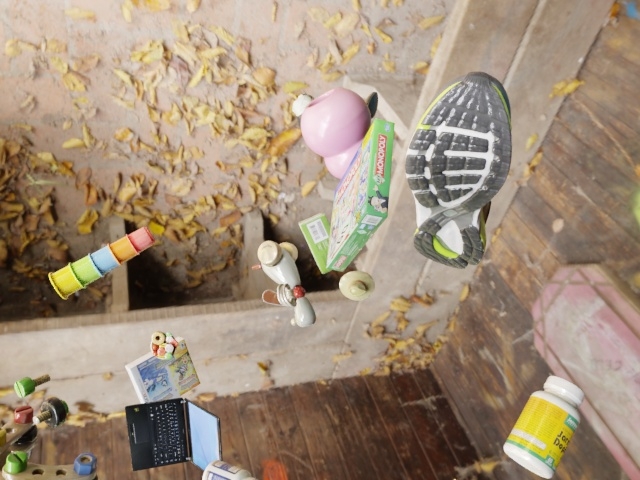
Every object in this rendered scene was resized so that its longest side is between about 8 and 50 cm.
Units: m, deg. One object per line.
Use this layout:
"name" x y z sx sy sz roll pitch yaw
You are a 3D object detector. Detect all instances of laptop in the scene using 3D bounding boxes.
"laptop" -0.428 0.599 1.564 0.264 0.136 0.235 -4 108 -15

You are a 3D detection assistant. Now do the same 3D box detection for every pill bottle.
"pill bottle" 0.524 0.426 1.235 0.208 0.117 0.118 -54 138 -16
"pill bottle" -0.193 0.529 1.164 0.120 0.067 0.067 5 148 32

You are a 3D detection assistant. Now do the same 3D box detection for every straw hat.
"straw hat" 0.147 0.194 2.125 0.144 0.061 0.145 1 111 1

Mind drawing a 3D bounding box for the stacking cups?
"stacking cups" -0.666 0.060 1.652 0.316 0.096 0.096 -32 138 -15

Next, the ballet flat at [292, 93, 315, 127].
"ballet flat" -0.048 -0.433 1.768 0.095 0.280 0.096 -33 109 10

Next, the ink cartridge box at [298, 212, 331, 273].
"ink cartridge box" 0.000 0.000 1.919 0.096 0.255 0.189 -25 96 -1

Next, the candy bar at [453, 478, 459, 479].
"candy bar" 0.384 0.734 1.439 0.018 0.162 0.040 14 155 -32

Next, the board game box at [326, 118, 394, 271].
"board game box" 0.080 -0.084 1.155 0.046 0.214 0.317 10 156 -9

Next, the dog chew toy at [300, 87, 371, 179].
"dog chew toy" 0.087 -0.272 1.560 0.206 0.207 0.332 -32 111 6

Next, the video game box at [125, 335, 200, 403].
"video game box" -0.528 0.456 1.805 0.205 0.048 0.187 -28 115 -34

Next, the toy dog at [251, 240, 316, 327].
"toy dog" -0.144 0.154 1.855 0.160 0.334 0.220 -31 139 21

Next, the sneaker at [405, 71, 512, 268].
"sneaker" 0.163 -0.087 0.637 0.110 0.121 0.300 12 151 12

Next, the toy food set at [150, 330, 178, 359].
"toy food set" -0.466 0.313 1.587 0.082 0.020 0.084 10 89 2

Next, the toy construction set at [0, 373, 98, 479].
"toy construction set" -0.607 0.470 1.011 0.309 0.257 0.237 -52 163 28

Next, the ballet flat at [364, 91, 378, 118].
"ballet flat" 0.147 -0.440 1.914 0.250 0.058 0.084 -65 148 -24
